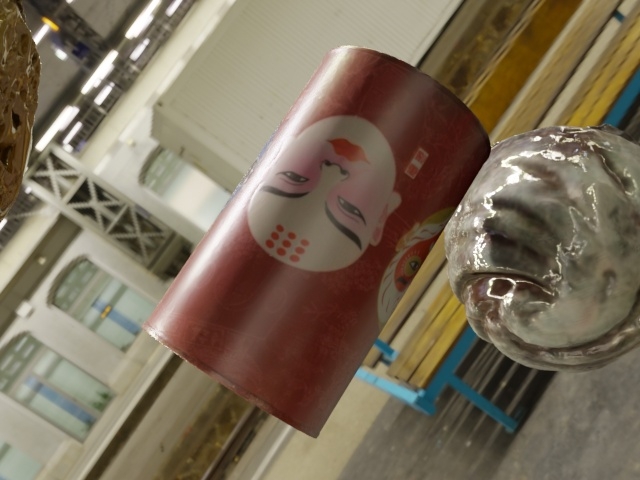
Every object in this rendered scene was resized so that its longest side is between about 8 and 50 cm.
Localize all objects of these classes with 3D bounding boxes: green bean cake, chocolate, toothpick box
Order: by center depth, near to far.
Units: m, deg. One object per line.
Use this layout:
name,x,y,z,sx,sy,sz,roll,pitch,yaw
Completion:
green bean cake,-0.337,-0.114,0.683,0.229,0.131,0.224,130,151,-72
toothpick box,0.000,0.000,0.764,0.333,0.204,0.204,-58,10,-11
chocolate,0.270,0.038,0.882,0.303,0.303,0.213,-47,3,34
